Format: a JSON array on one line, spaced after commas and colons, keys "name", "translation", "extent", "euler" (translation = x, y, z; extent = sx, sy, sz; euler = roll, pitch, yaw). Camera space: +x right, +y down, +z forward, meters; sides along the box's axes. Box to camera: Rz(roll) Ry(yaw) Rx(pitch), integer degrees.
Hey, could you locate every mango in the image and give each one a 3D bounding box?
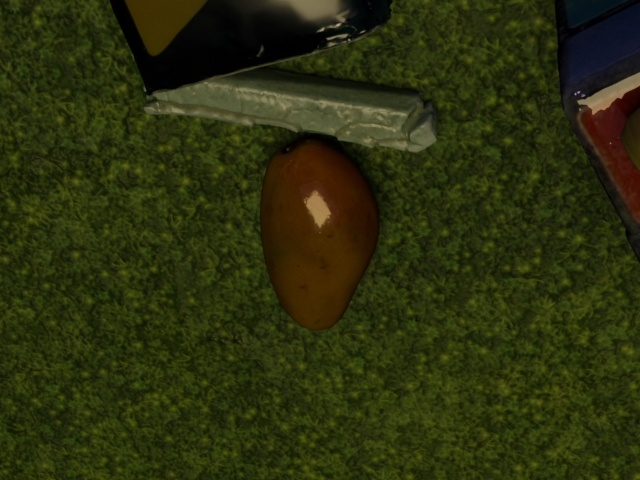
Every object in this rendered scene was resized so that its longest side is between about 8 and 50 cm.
[{"name": "mango", "translation": [0.000, 0.000, 1.456], "extent": [0.138, 0.113, 0.253], "euler": [3, 122, 8]}]

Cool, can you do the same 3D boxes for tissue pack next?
[{"name": "tissue pack", "translation": [-0.109, -0.383, 1.180], "extent": [0.264, 0.253, 0.416], "euler": [-14, 114, 16]}]

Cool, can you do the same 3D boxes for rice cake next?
[{"name": "rice cake", "translation": [-0.033, -0.156, 1.402], "extent": [0.336, 0.066, 0.063], "euler": [9, 129, 5]}]

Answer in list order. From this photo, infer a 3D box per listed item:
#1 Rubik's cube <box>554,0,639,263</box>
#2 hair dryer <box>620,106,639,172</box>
[{"name": "Rubik's cube", "translation": [0.425, -0.130, 1.198], "extent": [0.318, 0.316, 0.313], "euler": [-25, 111, 20]}, {"name": "hair dryer", "translation": [0.386, -0.042, 1.031], "extent": [0.279, 0.090, 0.135], "euler": [39, 117, -18]}]
